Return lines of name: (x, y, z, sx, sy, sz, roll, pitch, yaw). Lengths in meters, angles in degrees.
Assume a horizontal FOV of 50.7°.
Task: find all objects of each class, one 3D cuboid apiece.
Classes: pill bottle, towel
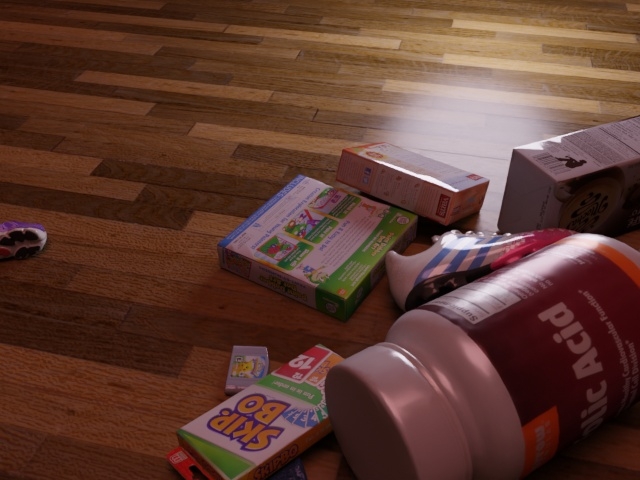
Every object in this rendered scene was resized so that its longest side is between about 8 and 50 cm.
pill bottle: (0.218, 0.155, 0.806, 0.392, 0.224, 0.224, -22, 44, -24)
towel: (-0.069, 0.297, 0.787, 0.120, 0.029, 0.067, -12, 41, -14)

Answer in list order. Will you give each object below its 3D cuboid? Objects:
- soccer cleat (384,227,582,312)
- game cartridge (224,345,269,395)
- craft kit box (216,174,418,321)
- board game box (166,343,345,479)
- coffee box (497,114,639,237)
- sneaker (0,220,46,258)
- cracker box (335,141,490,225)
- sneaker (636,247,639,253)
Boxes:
soccer cleat: (0.257, 0.024, 1.053, 0.331, 0.116, 0.143, -13, 41, -15)
game cartridge: (-0.100, 0.180, 0.943, 0.056, 0.017, 0.083, 4, 39, 0)
craft kit box: (0.000, 0.000, 1.136, 0.247, 0.060, 0.250, 20, 43, 27)
board game box: (-0.058, 0.223, 0.849, 0.259, 0.039, 0.124, -29, 34, -31)
coffee box: (0.469, -0.094, 1.158, 0.297, 0.168, 0.119, -16, 41, -19)
sneaker: (-0.555, 0.000, 1.148, 0.170, 0.068, 0.071, -1, 23, -14)
cracker box: (0.167, -0.109, 1.223, 0.232, 0.067, 0.156, 25, 24, 29)
sneaker: (0.556, 0.095, 0.993, 0.087, 0.092, 0.228, -22, 63, -27)
